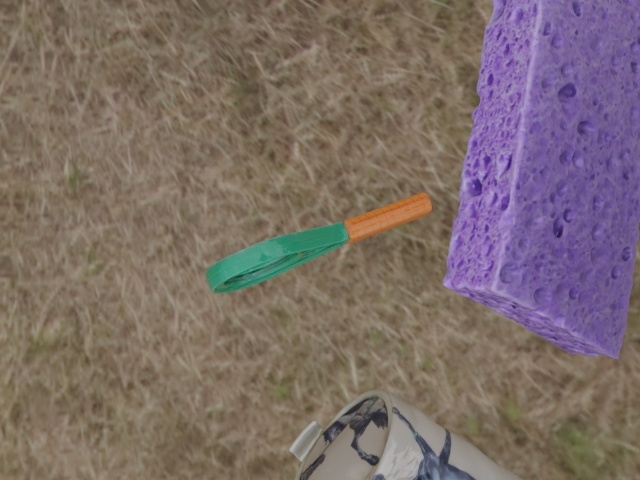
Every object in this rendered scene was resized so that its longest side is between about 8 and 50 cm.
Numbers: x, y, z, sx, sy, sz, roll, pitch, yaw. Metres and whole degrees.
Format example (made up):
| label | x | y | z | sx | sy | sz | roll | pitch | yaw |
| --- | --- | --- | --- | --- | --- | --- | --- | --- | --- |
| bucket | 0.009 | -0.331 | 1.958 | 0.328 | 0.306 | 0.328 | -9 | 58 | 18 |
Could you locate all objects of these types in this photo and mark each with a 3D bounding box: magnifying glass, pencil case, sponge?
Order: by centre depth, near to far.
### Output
| label | x | y | z | sx | sy | sz | roll | pitch | yaw |
| --- | --- | --- | --- | --- | --- | --- | --- | --- | --- |
| sponge | 0.111 | -0.062 | 0.526 | 0.117 | 0.031 | 0.210 | 25 | 72 | -47 |
| magnifying glass | 0.000 | 0.000 | 1.120 | 0.231 | 0.092 | 0.026 | -18 | 78 | -18 |
| pencil case | 0.165 | 0.306 | 1.224 | 0.410 | 0.183 | 0.160 | 32 | 70 | -16 |
